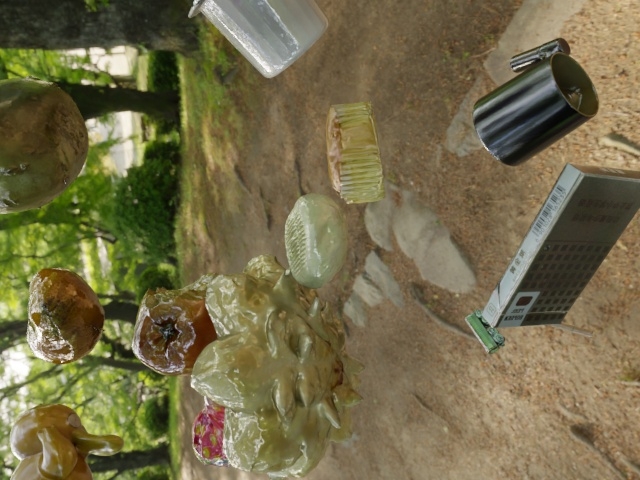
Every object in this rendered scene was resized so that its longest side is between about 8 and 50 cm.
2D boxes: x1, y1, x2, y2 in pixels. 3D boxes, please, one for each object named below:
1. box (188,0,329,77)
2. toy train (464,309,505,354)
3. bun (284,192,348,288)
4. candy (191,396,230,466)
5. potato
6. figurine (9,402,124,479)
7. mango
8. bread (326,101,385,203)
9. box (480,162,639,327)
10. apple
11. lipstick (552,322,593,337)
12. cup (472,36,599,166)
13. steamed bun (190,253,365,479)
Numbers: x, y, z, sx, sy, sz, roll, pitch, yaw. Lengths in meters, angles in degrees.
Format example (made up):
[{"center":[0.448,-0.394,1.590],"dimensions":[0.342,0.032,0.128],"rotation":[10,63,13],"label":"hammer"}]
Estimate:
[{"center":[-0.110,-0.458,1.002],"dimensions":[0.263,0.291,0.206],"rotation":[-31,117,31],"label":"box"},{"center":[0.515,0.281,1.553],"dimensions":[0.071,0.038,0.147],"rotation":[-40,48,15],"label":"toy train"},{"center":[0.000,0.000,0.599],"dimensions":[0.115,0.069,0.115],"rotation":[177,90,-72],"label":"bun"},{"center":[-0.218,0.268,0.969],"dimensions":[0.124,0.124,0.364],"rotation":[8,109,58],"label":"candy"},{"center":[-0.491,-0.159,0.799],"dimensions":[0.307,0.210,0.173],"rotation":[-86,7,-53],"label":"potato"},{"center":[-0.488,0.425,0.910],"dimensions":[0.215,0.215,0.228],"rotation":[124,161,-54],"label":"figurine"},{"center":[-0.304,0.085,0.595],"dimensions":[0.159,0.084,0.105],"rotation":[-49,52,47],"label":"mango"},{"center":[0.081,-0.211,1.204],"dimensions":[0.179,0.133,0.249],"rotation":[65,-163,-81],"label":"bread"},{"center":[0.429,0.022,0.879],"dimensions":[0.047,0.181,0.324],"rotation":[-119,38,-48],"label":"box"},{"center":[-0.199,0.131,0.735],"dimensions":[0.156,0.158,0.146],"rotation":[17,105,13],"label":"apple"},{"center":[0.649,0.228,1.279],"dimensions":[0.094,0.019,0.018],"rotation":[16,125,15],"label":"lipstick"},{"center":[0.416,-0.295,0.993],"dimensions":[0.177,0.166,0.239],"rotation":[-34,67,53],"label":"cup"},{"center":[-0.033,0.152,0.640],"dimensions":[0.137,0.292,0.295],"rotation":[-14,68,26],"label":"steamed bun"}]
